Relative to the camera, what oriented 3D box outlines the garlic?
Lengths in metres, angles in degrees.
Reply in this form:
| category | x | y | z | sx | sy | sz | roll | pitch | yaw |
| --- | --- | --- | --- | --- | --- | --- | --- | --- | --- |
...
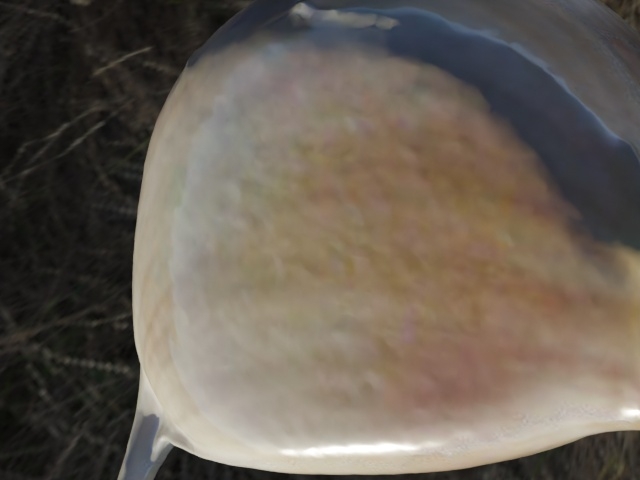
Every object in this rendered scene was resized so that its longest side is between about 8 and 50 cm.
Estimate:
| category | x | y | z | sx | sy | sz | roll | pitch | yaw |
| --- | --- | --- | --- | --- | --- | --- | --- | --- | --- |
| garlic | -0.002 | -0.001 | 0.520 | 0.128 | 0.148 | 0.266 | 42 | 139 | -24 |
